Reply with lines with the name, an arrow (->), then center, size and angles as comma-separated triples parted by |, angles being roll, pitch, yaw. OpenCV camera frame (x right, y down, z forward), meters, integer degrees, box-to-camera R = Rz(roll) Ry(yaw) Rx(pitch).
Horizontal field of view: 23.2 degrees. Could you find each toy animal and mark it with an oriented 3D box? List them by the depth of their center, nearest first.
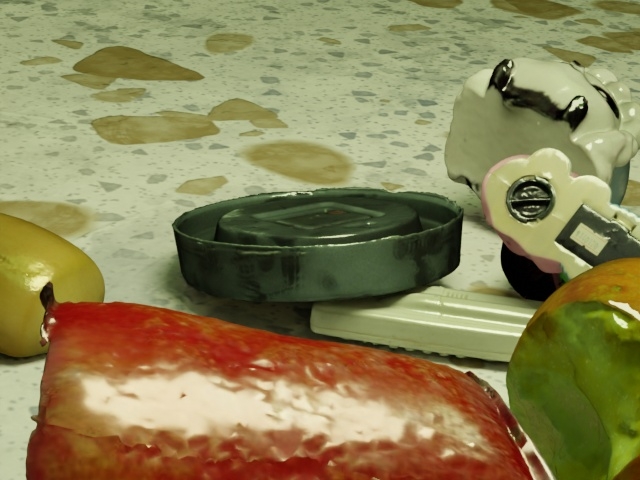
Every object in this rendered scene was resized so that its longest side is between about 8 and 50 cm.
toy animal -> 0.251, -0.097, 1.642 | 0.156, 0.204, 0.208 | -21, 40, -41

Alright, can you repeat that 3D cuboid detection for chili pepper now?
chili pepper -> -0.039, 0.168, 0.950 | 0.305, 0.229, 0.251 | 9, 17, -15

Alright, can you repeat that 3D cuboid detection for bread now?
bread -> -0.299, 0.026, 1.372 | 0.217, 0.098, 0.147 | 12, 26, 22

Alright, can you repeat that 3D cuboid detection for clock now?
clock -> 0.237, 0.018, 1.419 | 0.194, 0.100, 0.195 | 38, -6, 19
clock -> 0.000, 0.000, 1.476 | 0.281, 0.055, 0.280 | -3, 12, 1

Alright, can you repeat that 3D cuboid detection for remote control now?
remote control -> 0.109, 0.069, 1.397 | 0.230, 0.049, 0.090 | 7, 19, 11

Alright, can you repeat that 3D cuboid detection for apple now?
apple -> 0.236, 0.137, 1.022 | 0.246, 0.226, 0.246 | 9, 29, -5
